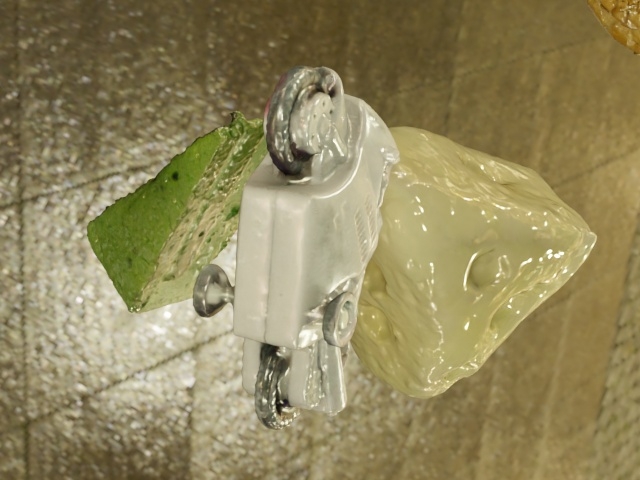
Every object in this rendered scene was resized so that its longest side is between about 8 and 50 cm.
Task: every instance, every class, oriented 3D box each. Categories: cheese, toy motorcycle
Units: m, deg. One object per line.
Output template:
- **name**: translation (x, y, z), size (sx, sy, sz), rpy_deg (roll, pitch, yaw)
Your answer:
- **cheese**: translation (0.096, 0.018, 1.128), size (0.251, 0.173, 0.248), rpy_deg (-50, 138, 10)
- **toy motorcycle**: translation (0.000, 0.000, 0.880), size (0.171, 0.110, 0.260), rpy_deg (-26, 123, -59)

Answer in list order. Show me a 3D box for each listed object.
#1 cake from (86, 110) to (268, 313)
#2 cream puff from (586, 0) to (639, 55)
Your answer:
- **cake**: translation (-0.103, -0.022, 1.084), size (0.100, 0.235, 0.099), rpy_deg (-13, 76, -48)
- **cream puff**: translation (0.293, -0.221, 0.976), size (0.165, 0.150, 0.115), rpy_deg (-33, 177, -14)
